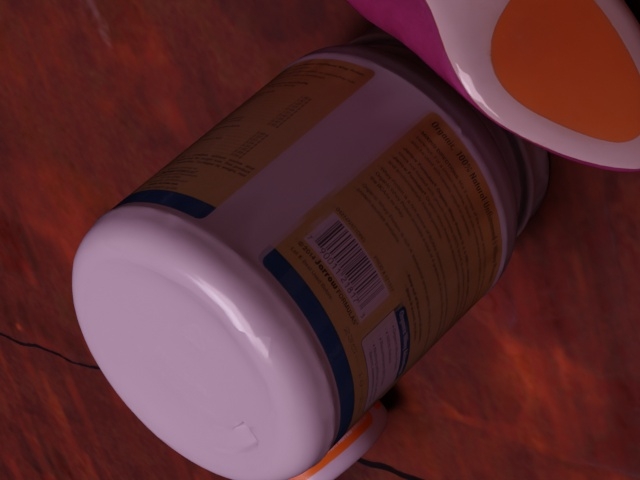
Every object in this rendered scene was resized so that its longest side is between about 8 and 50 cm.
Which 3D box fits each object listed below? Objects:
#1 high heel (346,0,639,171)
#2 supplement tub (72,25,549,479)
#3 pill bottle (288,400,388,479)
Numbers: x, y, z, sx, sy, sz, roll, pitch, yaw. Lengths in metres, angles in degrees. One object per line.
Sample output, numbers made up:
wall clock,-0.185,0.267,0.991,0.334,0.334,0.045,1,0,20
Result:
high heel,0.050,-0.112,0.863,0.244,0.082,0.117,33,178,-3
supplement tub,0.000,0.000,0.894,0.144,0.200,0.144,29,142,26
pill bottle,-0.038,0.069,1.109,0.152,0.086,0.086,52,146,-4
